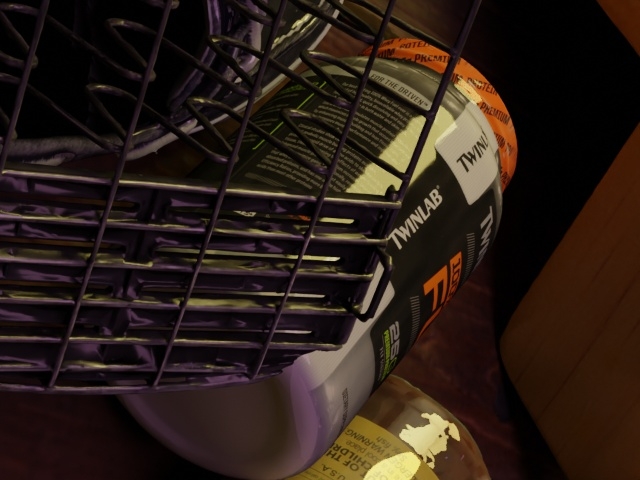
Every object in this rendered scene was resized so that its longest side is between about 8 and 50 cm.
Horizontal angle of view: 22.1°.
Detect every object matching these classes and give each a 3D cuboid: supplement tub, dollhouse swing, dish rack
[{"bbox_3d":[0.000,0.000,0.684,0.190,0.117,0.117,-47,125,-39],"label":"supplement tub"},{"bbox_3d":[0.206,-0.076,0.986,0.347,0.305,0.315,-27,152,-48],"label":"dollhouse swing"},{"bbox_3d":[-0.037,-0.081,0.481,0.208,0.074,0.271,5,114,-35],"label":"dish rack"}]

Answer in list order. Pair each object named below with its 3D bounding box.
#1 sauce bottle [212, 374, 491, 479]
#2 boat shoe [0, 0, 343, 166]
[{"bbox_3d":[-0.058,0.184,0.624,0.344,0.111,0.111,-42,122,-40],"label":"sauce bottle"},{"bbox_3d":[-0.068,-0.084,0.608,0.301,0.102,0.108,-21,107,-49],"label":"boat shoe"}]
